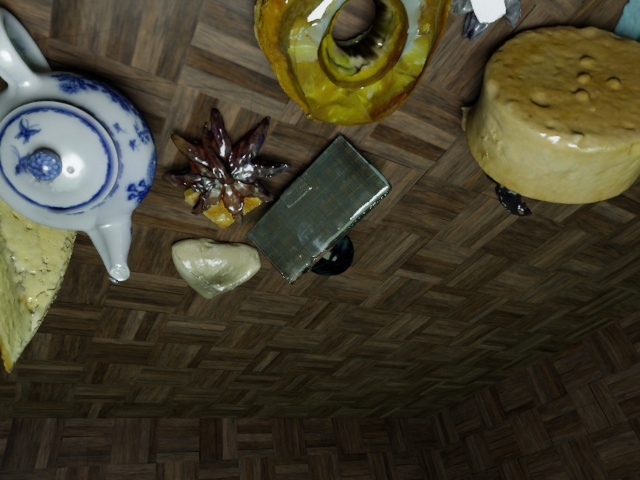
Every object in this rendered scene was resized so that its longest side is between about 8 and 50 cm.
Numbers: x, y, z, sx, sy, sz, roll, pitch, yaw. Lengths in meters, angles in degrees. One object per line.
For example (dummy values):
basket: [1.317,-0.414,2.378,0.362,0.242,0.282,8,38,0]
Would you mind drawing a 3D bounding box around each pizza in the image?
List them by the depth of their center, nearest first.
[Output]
pizza: [-0.225,-0.089,0.986,0.174,0.046,0.134,7,137,-22]

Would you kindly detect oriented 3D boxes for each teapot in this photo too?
teapot: [-0.394,-0.135,0.673,0.252,0.280,0.424,-21,111,-9]

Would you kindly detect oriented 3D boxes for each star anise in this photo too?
star anise: [0.291,-0.418,0.688,0.180,0.061,0.205,12,136,-27]
star anise: [-0.182,-0.133,0.867,0.271,0.103,0.272,-8,126,-11]

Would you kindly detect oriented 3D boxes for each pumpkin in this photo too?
pumpkin: [-0.007,0.011,1.072,0.194,0.194,0.150,19,104,-34]

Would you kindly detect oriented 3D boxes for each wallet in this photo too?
wallet: [-0.008,-0.064,0.948,0.317,0.169,0.044,-45,176,16]

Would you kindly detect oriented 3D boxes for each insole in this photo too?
insole: [0.229,-0.422,0.642,0.063,0.010,0.192,-19,118,30]

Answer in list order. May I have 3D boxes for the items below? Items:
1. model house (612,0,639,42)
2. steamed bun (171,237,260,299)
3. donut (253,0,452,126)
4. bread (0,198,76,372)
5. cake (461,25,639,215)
model house: [0.679,-0.345,0.730,0.229,0.249,0.281,-12,143,0]
steamed bun: [-0.268,0.081,1.145,0.212,0.111,0.231,-16,145,4]
donut: [0.052,-0.332,0.658,0.329,0.160,0.330,-2,137,-2]
bread: [-0.644,0.035,0.838,0.248,0.315,0.279,-36,126,27]
cake: [0.433,-0.186,0.822,0.332,0.333,0.321,-11,149,-1]
